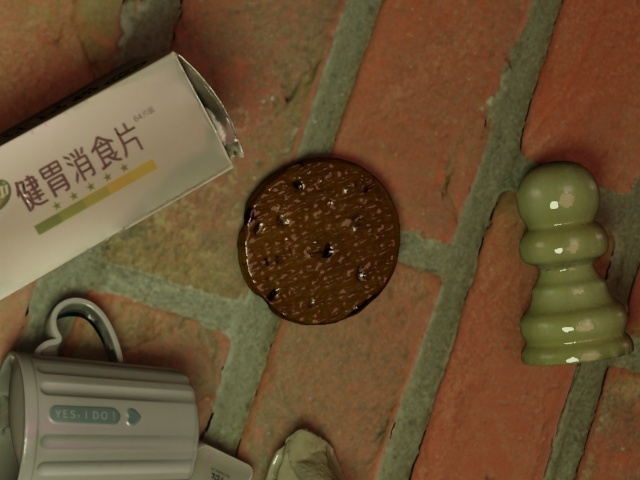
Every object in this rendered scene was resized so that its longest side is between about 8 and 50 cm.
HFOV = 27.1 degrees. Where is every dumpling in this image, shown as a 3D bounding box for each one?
[{"bbox_3d":[-0.002,0.328,1.609,0.155,0.111,0.181,15,97,-53],"label":"dumpling"}]

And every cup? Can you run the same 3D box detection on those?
[{"bbox_3d":[-0.245,0.184,1.458,0.202,0.167,0.221,5,97,-26],"label":"cup"}]

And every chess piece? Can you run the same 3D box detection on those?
[{"bbox_3d":[0.313,0.024,1.692,0.144,0.144,0.251,-8,92,-21],"label":"chess piece"}]

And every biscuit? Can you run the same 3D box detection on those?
[{"bbox_3d":[0.000,0.000,1.606,0.212,0.036,0.212,-2,96,-23],"label":"biscuit"}]

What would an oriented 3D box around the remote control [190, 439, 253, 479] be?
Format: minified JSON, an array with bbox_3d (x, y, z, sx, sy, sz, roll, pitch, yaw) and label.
[{"bbox_3d":[-0.174,0.358,1.559,0.103,0.034,0.250,36,81,-41],"label":"remote control"}]

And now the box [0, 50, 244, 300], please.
[{"bbox_3d":[-0.269,-0.068,1.417,0.332,0.173,0.145,-32,106,-16],"label":"box"}]
